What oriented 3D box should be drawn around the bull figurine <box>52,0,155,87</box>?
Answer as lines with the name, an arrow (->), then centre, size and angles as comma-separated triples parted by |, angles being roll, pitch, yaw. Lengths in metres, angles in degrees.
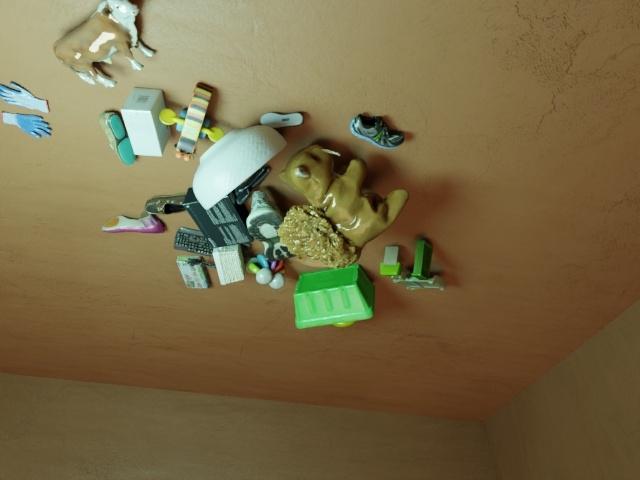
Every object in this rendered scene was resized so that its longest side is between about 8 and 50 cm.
bull figurine -> -0.592, -0.553, 1.251 | 0.311, 0.101, 0.188 | -18, 136, 21

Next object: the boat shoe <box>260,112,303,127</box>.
boat shoe -> -0.123, -0.386, 1.458 | 0.142, 0.049, 0.040 | 1, 177, 9

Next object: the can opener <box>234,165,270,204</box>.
can opener -> -0.250, -0.211, 1.655 | 0.186, 0.073, 0.059 | -42, 164, 24

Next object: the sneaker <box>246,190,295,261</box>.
sneaker -> -0.175, -0.055, 1.751 | 0.158, 0.181, 0.410 | -13, 151, 3

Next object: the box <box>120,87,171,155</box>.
box -> -0.550, -0.376, 1.428 | 0.091, 0.130, 0.170 | 4, 138, -2

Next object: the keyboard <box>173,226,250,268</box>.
keyboard -> -0.479, 0.055, 1.959 | 0.318, 0.033, 0.201 | 13, 125, -10

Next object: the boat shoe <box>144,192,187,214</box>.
boat shoe -> -0.599, -0.135, 1.749 | 0.207, 0.073, 0.073 | -10, 138, 16

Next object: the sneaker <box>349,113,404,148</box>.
sneaker -> 0.190, -0.356, 1.457 | 0.188, 0.067, 0.078 | 18, 143, -12

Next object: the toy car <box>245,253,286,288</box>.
toy car -> -0.227, 0.119, 1.973 | 0.182, 0.159, 0.136 | 27, 96, -42

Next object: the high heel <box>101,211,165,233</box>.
high heel -> -0.774, -0.050, 1.856 | 0.244, 0.082, 0.117 | -16, 137, 8

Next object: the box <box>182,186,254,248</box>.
box -> -0.388, -0.097, 1.757 | 0.185, 0.103, 0.261 | -11, 137, 10

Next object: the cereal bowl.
cereal bowl -> -0.276, -0.254, 1.427 | 0.339, 0.339, 0.141 | -32, 104, 33

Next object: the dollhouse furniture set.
dollhouse furniture set -> 0.420, 0.115, 1.983 | 0.198, 0.151, 0.302 | -2, 161, 37

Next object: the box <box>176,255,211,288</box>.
box -> -0.589, 0.151, 2.097 | 0.114, 0.036, 0.206 | 1, 139, 2

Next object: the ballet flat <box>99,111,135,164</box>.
ballet flat -> -0.692, -0.350, 1.527 | 0.067, 0.073, 0.206 | 22, 140, 20

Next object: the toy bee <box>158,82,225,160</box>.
toy bee -> -0.407, -0.338, 1.442 | 0.196, 0.162, 0.298 | 3, 139, -3

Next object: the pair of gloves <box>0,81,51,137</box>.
pair of gloves -> -0.976, -0.426, 1.476 | 0.160, 0.023, 0.198 | 16, 138, -14

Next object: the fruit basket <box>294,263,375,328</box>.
fruit basket -> 0.082, 0.310, 2.096 | 0.393, 0.282, 0.391 | 4, 122, 6

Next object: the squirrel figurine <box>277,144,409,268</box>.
squirrel figurine -> 0.018, -0.115, 1.511 | 0.371, 0.281, 0.396 | 33, 87, -24

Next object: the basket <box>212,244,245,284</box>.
basket -> -0.384, 0.087, 1.902 | 0.103, 0.113, 0.167 | -8, 121, -2

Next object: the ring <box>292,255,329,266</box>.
ring -> 0.000, 0.000, 1.900 | 0.338, 0.032, 0.336 | 2, 138, 2
